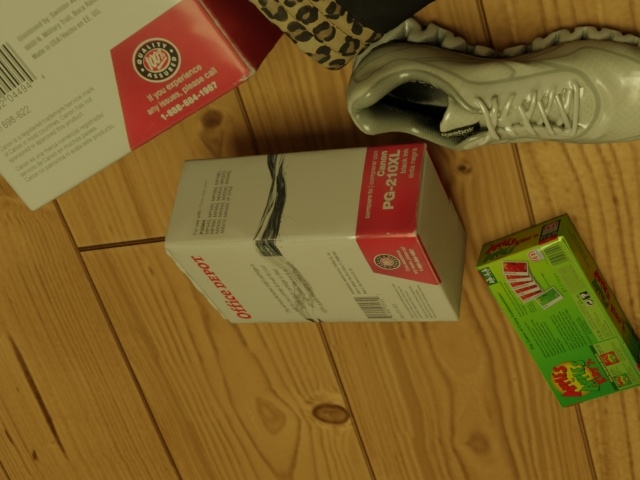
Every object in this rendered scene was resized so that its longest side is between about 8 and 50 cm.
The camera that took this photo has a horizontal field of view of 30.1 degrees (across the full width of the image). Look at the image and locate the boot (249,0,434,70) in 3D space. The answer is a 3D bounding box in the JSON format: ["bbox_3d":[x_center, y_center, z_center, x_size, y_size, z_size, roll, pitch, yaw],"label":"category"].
[{"bbox_3d":[0.020,-0.327,0.907,0.284,0.138,0.377,-29,116,29],"label":"boot"}]

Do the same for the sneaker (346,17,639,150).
[{"bbox_3d":[0.162,-0.118,1.006,0.292,0.118,0.110,4,121,14],"label":"sneaker"}]

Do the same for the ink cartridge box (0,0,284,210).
[{"bbox_3d":[-0.247,-0.262,1.021,0.279,0.160,0.384,-26,111,30],"label":"ink cartridge box"}]

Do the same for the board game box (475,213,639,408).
[{"bbox_3d":[0.236,0.071,1.147,0.092,0.043,0.181,-22,112,30],"label":"board game box"}]

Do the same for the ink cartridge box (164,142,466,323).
[{"bbox_3d":[0.000,0.000,1.105,0.237,0.100,0.172,-2,150,20],"label":"ink cartridge box"}]
